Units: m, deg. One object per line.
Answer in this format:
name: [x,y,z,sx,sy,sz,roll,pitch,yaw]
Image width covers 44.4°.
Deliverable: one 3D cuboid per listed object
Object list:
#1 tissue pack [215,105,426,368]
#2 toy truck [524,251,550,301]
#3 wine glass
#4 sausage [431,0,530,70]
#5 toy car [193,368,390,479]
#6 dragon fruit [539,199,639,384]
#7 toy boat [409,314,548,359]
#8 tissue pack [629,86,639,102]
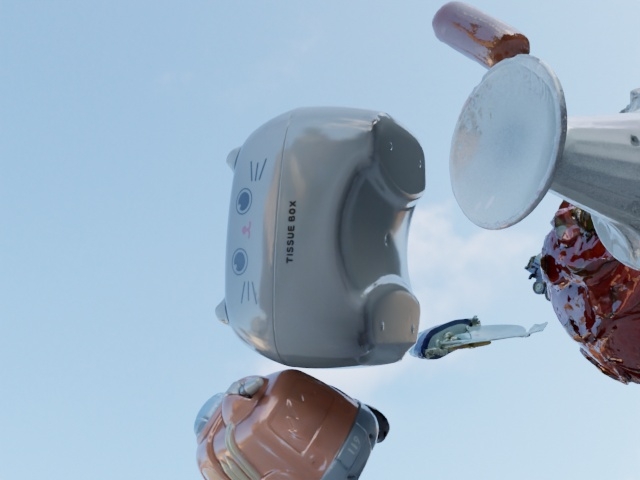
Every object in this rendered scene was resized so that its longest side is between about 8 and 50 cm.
tissue pack: [0.000,0.000,1.031,0.236,0.333,0.229,0,-7,28]
toy truck: [0.499,0.089,1.564,0.074,0.202,0.088,10,-73,-39]
wine glass: [0.216,-0.058,0.604,0.197,0.165,0.165,5,-54,-27]
sausage: [0.255,-0.330,1.266,0.077,0.194,0.077,-26,-41,-25]
toy car: [-0.059,0.275,1.046,0.212,0.180,0.270,40,-39,-6]
dragon fruit: [0.458,0.062,1.091,0.277,0.277,0.342,-37,-79,6]
toy boat: [0.328,0.188,1.608,0.291,0.067,0.221,-20,-3,44]
tissue pack: [0.586,-0.189,1.134,0.222,0.090,0.186,7,-12,-37]
